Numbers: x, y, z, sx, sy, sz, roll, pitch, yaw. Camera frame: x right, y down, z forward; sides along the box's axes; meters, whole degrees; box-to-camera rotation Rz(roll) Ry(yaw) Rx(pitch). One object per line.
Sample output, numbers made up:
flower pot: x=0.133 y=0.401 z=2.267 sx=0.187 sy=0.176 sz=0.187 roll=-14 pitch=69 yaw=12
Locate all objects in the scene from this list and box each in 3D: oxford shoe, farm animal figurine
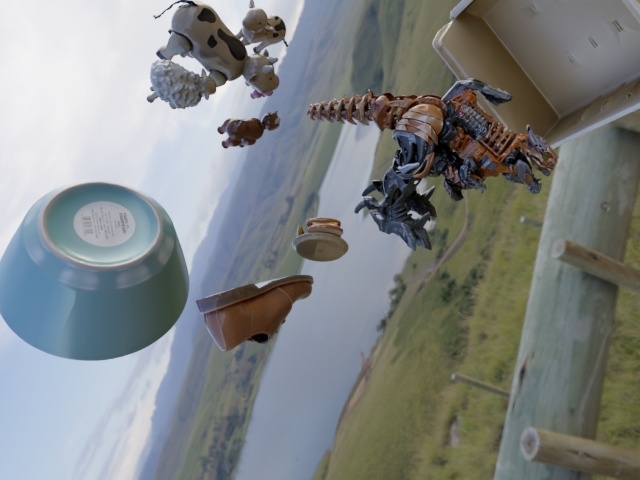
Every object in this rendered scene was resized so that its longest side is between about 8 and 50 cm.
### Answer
oxford shoe: x=-0.070 y=0.088 z=0.638 sx=0.212 sy=0.076 sz=0.076 roll=-13 pitch=-96 yaw=-60
farm animal figurine: x=-0.171 y=-0.375 z=1.030 sx=0.172 sy=0.326 sz=0.331 roll=-16 pitch=63 yaw=40

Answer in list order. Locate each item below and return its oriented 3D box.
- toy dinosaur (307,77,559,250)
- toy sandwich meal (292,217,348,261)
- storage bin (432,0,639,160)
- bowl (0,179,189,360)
toy dinosaur: x=0.147 y=-0.127 z=0.709 sx=0.164 sy=0.321 sz=0.219 roll=-22 pitch=-44 yaw=-50
toy sandwich meal: x=0.000 y=0.000 z=0.690 sx=0.086 sy=0.085 sz=0.029 roll=117 pitch=160 yaw=-59
storage bin: x=0.331 y=-0.286 z=0.706 sx=0.123 sy=0.260 sz=0.262 roll=-44 pitch=6 yaw=-24
bowl: x=-0.361 y=0.021 z=0.830 sx=0.163 sy=0.311 sz=0.312 roll=121 pitch=169 yaw=-46
